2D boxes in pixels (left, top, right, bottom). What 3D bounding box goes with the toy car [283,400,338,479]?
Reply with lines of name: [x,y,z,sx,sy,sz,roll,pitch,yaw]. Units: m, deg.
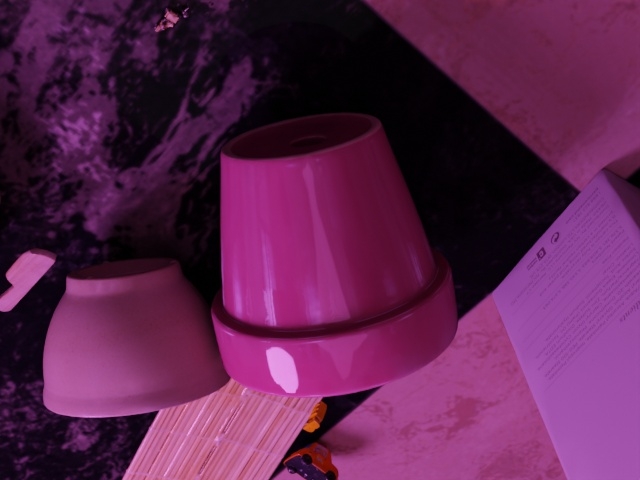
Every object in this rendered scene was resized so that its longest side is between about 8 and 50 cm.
toy car: [0.005,0.209,1.005,0.060,0.041,0.122,25,137,2]

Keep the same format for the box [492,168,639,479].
box: [0.313,0.131,0.817,0.215,0.345,0.168,26,117,-22]

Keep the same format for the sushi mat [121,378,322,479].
sushi mat: [-0.104,0.205,1.013,0.151,0.019,0.317,19,120,-20]

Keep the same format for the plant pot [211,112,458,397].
plant pot: [0.000,0.000,0.794,0.201,0.201,0.180,-11,109,0]

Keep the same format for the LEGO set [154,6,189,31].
LEGO set: [-0.129,-0.192,0.733,0.054,0.023,0.083,-41,120,19]

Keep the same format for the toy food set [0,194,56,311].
toy food set: [-0.327,-0.023,0.806,0.217,0.071,0.128,22,143,-18]

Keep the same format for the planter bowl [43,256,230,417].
planter bowl: [-0.163,0.074,0.846,0.162,0.162,0.109,-6,99,-3]
